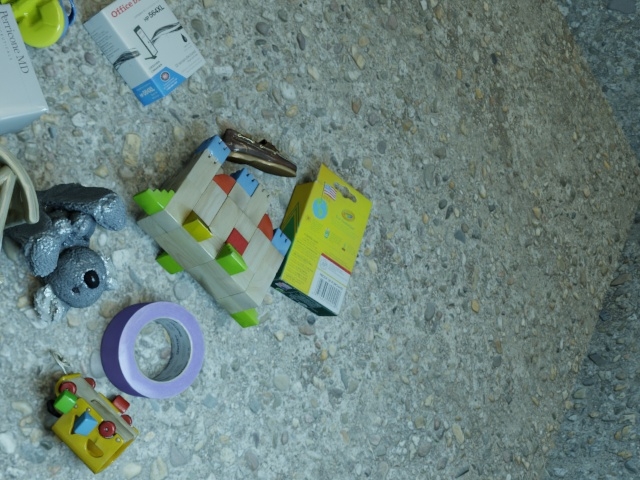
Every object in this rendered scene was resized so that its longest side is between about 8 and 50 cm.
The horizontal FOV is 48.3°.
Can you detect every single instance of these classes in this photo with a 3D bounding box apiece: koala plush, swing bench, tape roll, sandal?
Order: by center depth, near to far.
[{"bbox_3d":[-0.572,-0.012,1.106,0.165,0.253,0.255,38,61,-32],"label":"swing bench"},{"bbox_3d":[-0.452,0.028,1.288,0.196,0.203,0.221,-38,131,-36],"label":"koala plush"},{"bbox_3d":[-0.552,-0.494,1.301,0.318,0.126,0.138,63,13,-7],"label":"sandal"},{"bbox_3d":[-0.329,0.216,1.411,0.189,0.080,0.189,7,80,-40],"label":"tape roll"}]

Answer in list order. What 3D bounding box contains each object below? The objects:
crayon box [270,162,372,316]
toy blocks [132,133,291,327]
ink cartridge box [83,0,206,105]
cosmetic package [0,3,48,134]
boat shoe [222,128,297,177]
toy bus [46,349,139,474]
[{"bbox_3d":[0.000,0.000,1.737,0.202,0.081,0.319,36,62,-33],"label":"crayon box"},{"bbox_3d":[-0.202,-0.039,1.518,0.381,0.190,0.261,49,44,-25],"label":"toy blocks"},{"bbox_3d":[-0.357,-0.406,1.467,0.203,0.085,0.148,55,53,-23],"label":"ink cartridge box"},{"bbox_3d":[-0.655,-0.242,1.130,0.365,0.155,0.197,-26,100,-40],"label":"cosmetic package"},{"bbox_3d":[-0.135,-0.200,1.648,0.207,0.073,0.073,17,75,-40],"label":"boat shoe"},{"bbox_3d":[-0.430,0.323,1.284,0.104,0.202,0.191,-47,127,-2],"label":"toy bus"}]
